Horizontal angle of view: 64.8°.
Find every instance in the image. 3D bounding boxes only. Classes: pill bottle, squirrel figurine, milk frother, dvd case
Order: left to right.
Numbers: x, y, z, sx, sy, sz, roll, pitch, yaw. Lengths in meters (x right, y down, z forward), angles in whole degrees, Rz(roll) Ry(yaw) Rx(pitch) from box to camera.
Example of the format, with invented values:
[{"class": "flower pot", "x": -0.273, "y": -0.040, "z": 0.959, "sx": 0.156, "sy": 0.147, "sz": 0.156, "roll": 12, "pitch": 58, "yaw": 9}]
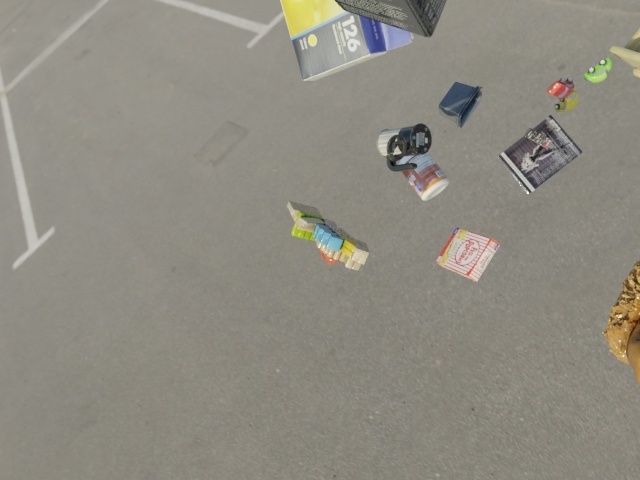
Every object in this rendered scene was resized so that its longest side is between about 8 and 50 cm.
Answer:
[{"class": "milk frother", "x": 0.204, "y": -0.264, "z": 1.385, "sx": 0.135, "sy": 0.143, "sz": 0.129, "roll": 4, "pitch": 77, "yaw": 52}, {"class": "pill bottle", "x": 0.368, "y": -0.265, "z": 1.870, "sx": 0.121, "sy": 0.121, "sz": 0.216, "roll": -36, "pitch": 75, "yaw": 7}, {"class": "dvd case", "x": 0.727, "y": -0.285, "z": 1.675, "sx": 0.221, "sy": 0.018, "sz": 0.164, "roll": -39, "pitch": 86, "yaw": 2}, {"class": "squirrel figurine", "x": 0.879, "y": 0.160, "z": 1.260, "sx": 0.281, "sy": 0.369, "sz": 0.397, "roll": -8, "pitch": 10, "yaw": -8}]

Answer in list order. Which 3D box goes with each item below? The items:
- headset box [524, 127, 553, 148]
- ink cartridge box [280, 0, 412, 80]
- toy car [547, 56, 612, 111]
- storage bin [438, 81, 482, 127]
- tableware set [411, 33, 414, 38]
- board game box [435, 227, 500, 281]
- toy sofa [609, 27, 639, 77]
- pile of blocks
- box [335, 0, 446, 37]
[{"class": "headset box", "x": 0.670, "y": -0.311, "z": 1.545, "sx": 0.032, "sy": 0.083, "sz": 0.062, "roll": -60, "pitch": -6, "yaw": 20}, {"class": "ink cartridge box", "x": 0.041, "y": -0.574, "z": 1.208, "sx": 0.307, "sy": 0.303, "sz": 0.072, "roll": -6, "pitch": 14, "yaw": 44}, {"class": "toy car", "x": 0.916, "y": -0.544, "z": 1.757, "sx": 0.225, "sy": 0.239, "sz": 0.053, "roll": -36, "pitch": 67, "yaw": 22}, {"class": "storage bin", "x": 0.453, "y": -0.448, "z": 1.649, "sx": 0.091, "sy": 0.098, "sz": 0.135, "roll": 33, "pitch": 81, "yaw": 24}, {"class": "tableware set", "x": 0.201, "y": -0.656, "z": 1.529, "sx": 0.169, "sy": 0.141, "sz": 0.020, "roll": -28, "pitch": 13, "yaw": -14}, {"class": "board game box", "x": 0.495, "y": 0.044, "z": 1.711, "sx": 0.146, "sy": 0.045, "sz": 0.193, "roll": -58, "pitch": 25, "yaw": -1}, {"class": "toy sofa", "x": 0.854, "y": -0.515, "z": 1.105, "sx": 0.362, "sy": 0.177, "sz": 0.150, "roll": -57, "pitch": 20, "yaw": 25}, {"class": "pile of blocks", "x": 0.000, "y": 0.000, "z": 1.603, "sx": 0.362, "sy": 0.149, "sz": 0.112, "roll": 37, "pitch": 115, "yaw": 41}, {"class": "box", "x": 0.119, "y": -0.562, "z": 0.840, "sx": 0.212, "sy": 0.395, "sz": 0.293, "roll": 26, "pitch": 103, "yaw": 17}]
